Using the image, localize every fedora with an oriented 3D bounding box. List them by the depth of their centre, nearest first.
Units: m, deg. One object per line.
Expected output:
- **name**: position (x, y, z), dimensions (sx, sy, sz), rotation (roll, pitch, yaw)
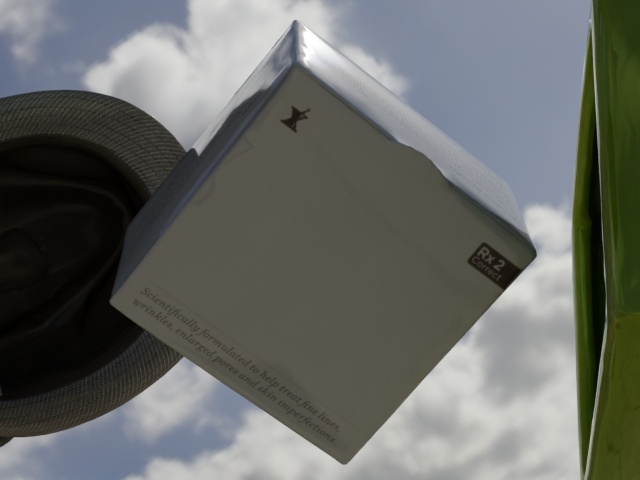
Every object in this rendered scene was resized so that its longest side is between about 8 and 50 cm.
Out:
- **fedora**: position (-0.218, 0.014, 1.150), dimensions (0.275, 0.244, 0.124), rotation (-32, 12, -8)

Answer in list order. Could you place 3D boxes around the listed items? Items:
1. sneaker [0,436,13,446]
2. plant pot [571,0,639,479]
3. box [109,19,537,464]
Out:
- **sneaker**: position (-0.439, 0.154, 1.194), dimensions (0.257, 0.169, 0.447), rotation (-14, -4, 16)
- **plant pot**: position (0.250, 0.012, 0.857), dimensions (0.207, 0.227, 0.228), rotation (0, -35, 5)
- **box**: position (0.000, 0.000, 0.919), dimensions (0.182, 0.181, 0.119), rotation (-49, 14, 15)
